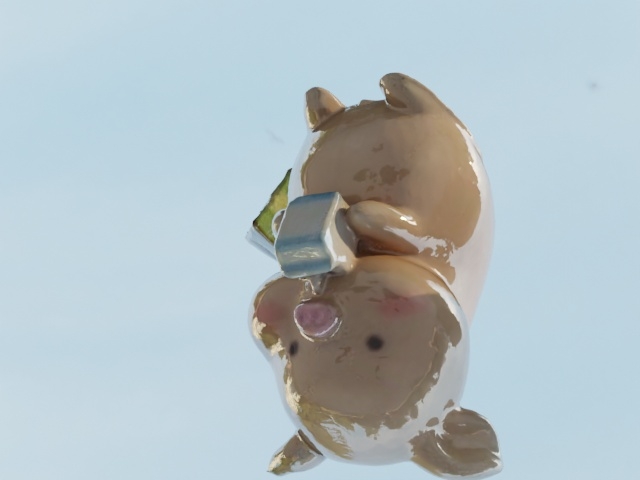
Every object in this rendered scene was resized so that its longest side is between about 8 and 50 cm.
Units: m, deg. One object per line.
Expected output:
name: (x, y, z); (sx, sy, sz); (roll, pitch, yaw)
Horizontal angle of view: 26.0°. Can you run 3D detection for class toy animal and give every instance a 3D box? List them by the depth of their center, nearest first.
toy animal: (0.045, 0.035, 1.060); (0.195, 0.213, 0.256); (-1, -127, 33)

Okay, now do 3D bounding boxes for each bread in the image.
bread: (0.004, 0.003, 1.326); (0.139, 0.084, 0.074); (35, -102, -2)
